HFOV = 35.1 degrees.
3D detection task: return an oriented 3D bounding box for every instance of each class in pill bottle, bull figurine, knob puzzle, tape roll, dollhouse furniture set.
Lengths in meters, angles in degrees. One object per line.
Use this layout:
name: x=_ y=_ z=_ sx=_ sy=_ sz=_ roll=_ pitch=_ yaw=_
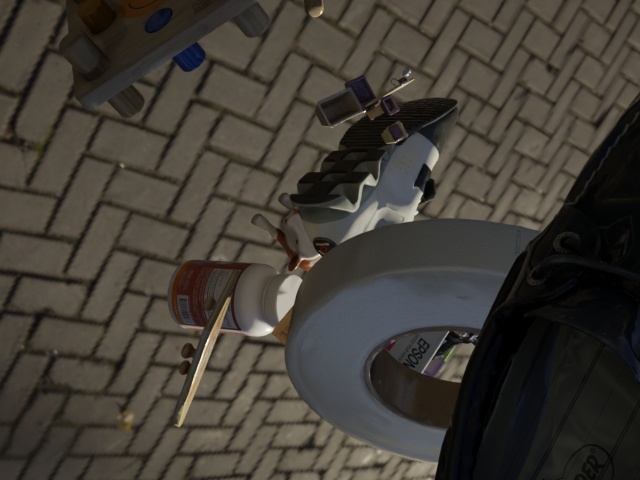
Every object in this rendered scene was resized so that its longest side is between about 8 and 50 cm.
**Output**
pill bottle: x=-0.135 y=0.095 z=1.666 sx=0.121 sy=0.216 sz=0.121 roll=-7 pitch=98 yaw=-57
bull figurine: x=0.000 y=0.000 z=1.747 sx=0.101 sy=0.188 sz=0.310 roll=-55 pitch=144 yaw=10
knob puzzle: x=-0.158 y=0.148 z=1.263 sx=0.213 sy=0.030 sz=0.213 roll=-159 pitch=-90 yaw=-88
tape roll: x=0.155 y=0.127 z=1.108 sx=0.392 sy=0.392 sz=0.072 roll=75 pitch=21 yaw=-48
dollhouse furniture set: x=0.061 y=-0.148 z=1.145 sx=0.081 sy=0.091 sz=0.114 roll=-25 pitch=-175 yaw=45

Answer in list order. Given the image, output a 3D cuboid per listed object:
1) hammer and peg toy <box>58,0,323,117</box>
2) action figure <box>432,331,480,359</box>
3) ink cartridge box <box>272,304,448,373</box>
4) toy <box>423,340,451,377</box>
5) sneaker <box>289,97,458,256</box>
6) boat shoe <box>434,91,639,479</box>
hammer and peg toy: x=-0.153 y=-0.321 z=1.215 sx=0.361 sy=0.265 sz=0.127 roll=-30 pitch=133 yaw=12
action figure: x=0.162 y=0.088 z=1.569 sx=0.164 sy=0.276 sz=0.141 roll=-51 pitch=170 yaw=22
ink cartridge box: x=0.070 y=0.118 z=1.423 sx=0.088 sy=0.193 sz=0.235 roll=-51 pitch=176 yaw=33
toy: x=0.150 y=0.144 z=1.896 sx=0.136 sy=0.237 sz=0.056 roll=-56 pitch=173 yaw=10
sneaker: x=0.086 y=-0.075 z=1.334 sx=0.330 sy=0.123 sz=0.146 roll=-43 pitch=125 yaw=-37
boat shoe: x=0.133 y=0.057 z=0.478 sx=0.113 sy=0.127 sz=0.340 roll=4 pitch=116 yaw=-60
